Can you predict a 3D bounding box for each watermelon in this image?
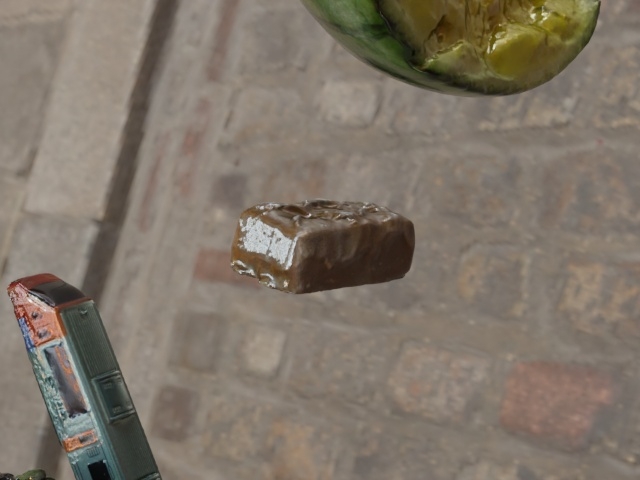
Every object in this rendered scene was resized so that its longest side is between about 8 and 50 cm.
[{"bbox_3d":[0.065,-0.259,1.197,0.189,0.330,0.331,-13,65,49],"label":"watermelon"}]

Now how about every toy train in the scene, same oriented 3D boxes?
[{"bbox_3d":[-0.265,0.225,1.827,0.089,0.086,0.409,-22,87,25],"label":"toy train"}]

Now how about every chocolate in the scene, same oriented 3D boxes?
[{"bbox_3d":[0.000,0.000,1.883,0.148,0.214,0.093,19,108,48],"label":"chocolate"}]

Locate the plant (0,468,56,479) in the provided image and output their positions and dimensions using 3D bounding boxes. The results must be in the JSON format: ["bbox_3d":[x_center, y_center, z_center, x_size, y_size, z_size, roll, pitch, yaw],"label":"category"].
[{"bbox_3d":[-0.335,0.294,1.693,0.087,0.174,0.085,-35,83,6],"label":"plant"}]
